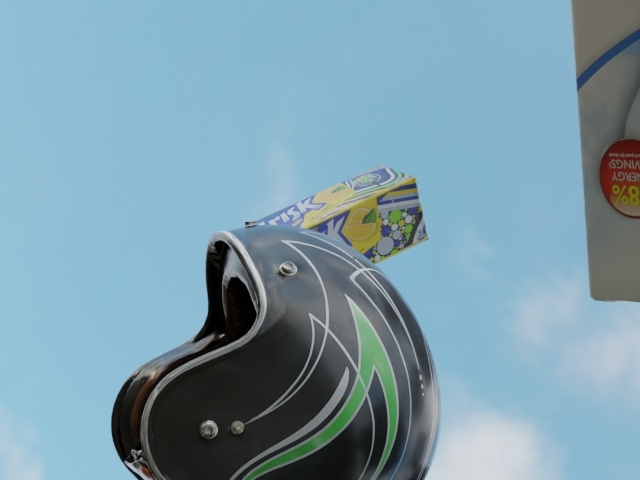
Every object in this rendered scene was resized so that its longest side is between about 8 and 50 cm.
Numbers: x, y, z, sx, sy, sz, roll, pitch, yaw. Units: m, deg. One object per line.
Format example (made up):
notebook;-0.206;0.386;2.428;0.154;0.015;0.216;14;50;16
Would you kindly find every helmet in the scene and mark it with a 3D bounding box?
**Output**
helmet;-0.018;0.080;0.776;0.169;0.161;0.169;40;-15;13

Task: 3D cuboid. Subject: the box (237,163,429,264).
box;0.000;0.000;1.193;0.054;0.169;0.059;24;-46;55

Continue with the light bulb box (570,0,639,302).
light bulb box;0.404;-0.128;1.187;0.358;0.225;0.361;5;-75;49
